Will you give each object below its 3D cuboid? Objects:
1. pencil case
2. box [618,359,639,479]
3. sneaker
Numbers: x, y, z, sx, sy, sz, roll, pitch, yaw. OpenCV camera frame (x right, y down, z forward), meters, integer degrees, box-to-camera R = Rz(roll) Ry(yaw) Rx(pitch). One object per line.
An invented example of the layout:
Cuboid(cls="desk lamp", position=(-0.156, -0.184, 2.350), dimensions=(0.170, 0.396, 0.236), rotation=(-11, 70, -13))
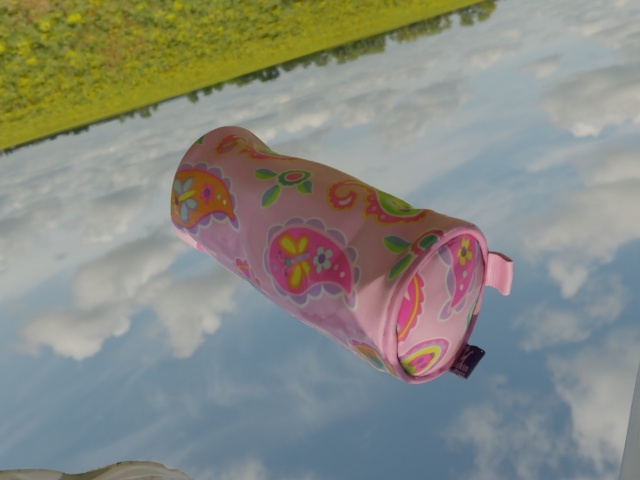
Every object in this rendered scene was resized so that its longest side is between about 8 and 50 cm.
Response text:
Cuboid(cls="pencil case", position=(0.000, 0.000, 0.547), dimensions=(0.124, 0.124, 0.284), rotation=(-28, -143, -34))
Cuboid(cls="box", position=(0.239, 0.104, 0.279), dimensions=(0.168, 0.345, 0.215), rotation=(9, -177, 7))
Cuboid(cls="sneaker", position=(-0.235, 0.289, 0.712), dimensions=(0.232, 0.115, 0.090), rotation=(4, 151, -29))
